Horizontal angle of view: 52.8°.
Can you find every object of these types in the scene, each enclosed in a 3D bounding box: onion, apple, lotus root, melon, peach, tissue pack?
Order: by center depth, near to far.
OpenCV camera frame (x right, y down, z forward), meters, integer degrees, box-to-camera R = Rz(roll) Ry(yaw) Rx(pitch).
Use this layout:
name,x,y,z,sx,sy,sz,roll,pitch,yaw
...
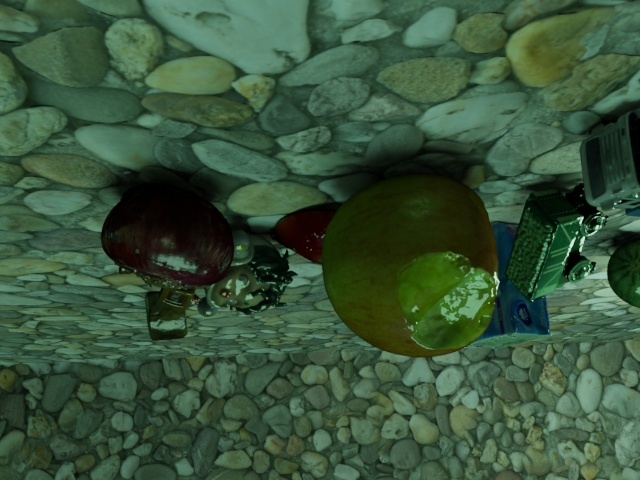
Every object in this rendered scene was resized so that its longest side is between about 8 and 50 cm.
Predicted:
name,x,y,z,sx,sy,sz,roll,pitch,yaw
apple,0.164,0.045,1.177,0.339,0.340,0.339,-3,162,-1
onion,-0.275,-0.007,1.184,0.246,0.190,0.246,18,163,5
peach,0.000,0.003,1.392,0.279,0.068,0.189,-9,143,34
tissue pack,0.413,0.112,1.523,0.146,0.264,0.198,7,159,-27
melon,0.846,0.089,1.658,0.287,0.182,0.182,13,156,-42
lotus root,-0.483,0.240,2.023,0.118,0.138,0.235,-7,159,-19

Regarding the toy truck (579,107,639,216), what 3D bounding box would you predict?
name,x,y,z,sx,sy,sz,roll,pitch,yaw
toy truck,0.601,-0.112,1.061,0.367,0.146,0.175,5,165,-22

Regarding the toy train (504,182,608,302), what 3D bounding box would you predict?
name,x,y,z,sx,sy,sz,roll,pitch,yaw
toy train,0.487,0.006,1.323,0.154,0.115,0.270,-16,136,-17

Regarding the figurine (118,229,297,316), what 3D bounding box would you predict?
name,x,y,z,sx,sy,sz,roll,pitch,yaw
figurine,-0.240,0.062,1.416,0.381,0.186,0.261,12,147,-22
